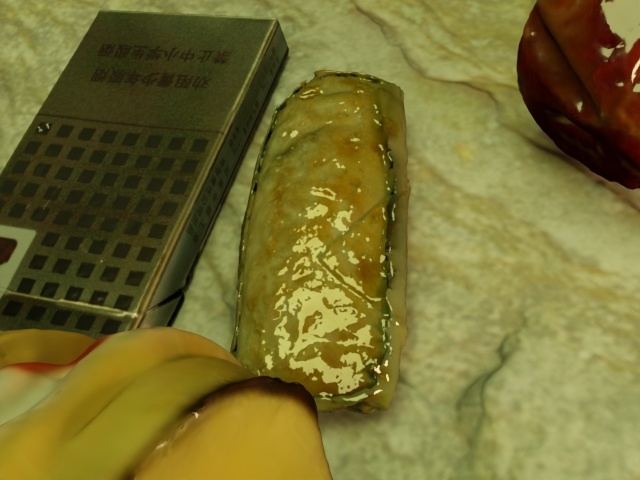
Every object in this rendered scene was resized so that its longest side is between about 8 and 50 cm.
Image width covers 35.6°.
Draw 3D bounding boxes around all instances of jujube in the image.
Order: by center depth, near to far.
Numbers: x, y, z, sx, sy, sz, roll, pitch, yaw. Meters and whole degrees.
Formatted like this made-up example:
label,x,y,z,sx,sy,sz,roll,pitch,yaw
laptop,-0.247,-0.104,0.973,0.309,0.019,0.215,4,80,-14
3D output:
label,x,y,z,sx,sy,sz,roll,pitch,yaw
jujube,0.286,-0.181,0.656,0.342,0.216,0.216,-40,53,4

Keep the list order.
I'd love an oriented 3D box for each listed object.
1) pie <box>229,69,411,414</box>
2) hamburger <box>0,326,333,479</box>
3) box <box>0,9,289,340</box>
label,x,y,z,sx,sy,sz,roll,pitch,yaw
pie,0.000,0.000,0.689,0.129,0.068,0.282,-4,59,15
hamburger,-0.144,0.171,0.491,0.237,0.276,0.276,11,60,26
box,-0.161,-0.051,0.783,0.180,0.047,0.325,8,59,22
